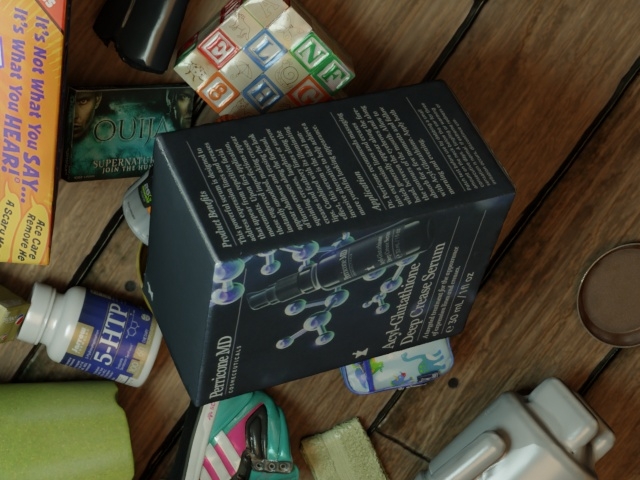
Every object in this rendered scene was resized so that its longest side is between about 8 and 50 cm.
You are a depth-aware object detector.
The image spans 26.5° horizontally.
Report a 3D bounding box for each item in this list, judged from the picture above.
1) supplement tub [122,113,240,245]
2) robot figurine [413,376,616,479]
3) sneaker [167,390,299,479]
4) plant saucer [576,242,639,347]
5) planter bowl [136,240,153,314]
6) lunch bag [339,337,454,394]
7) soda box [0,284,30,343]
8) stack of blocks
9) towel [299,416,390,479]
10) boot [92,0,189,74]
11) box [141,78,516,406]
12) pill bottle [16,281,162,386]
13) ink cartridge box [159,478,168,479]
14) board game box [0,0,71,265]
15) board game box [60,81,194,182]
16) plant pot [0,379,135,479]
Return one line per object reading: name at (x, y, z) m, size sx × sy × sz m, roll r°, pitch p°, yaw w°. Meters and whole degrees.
supplement tub at (-0.162, -0.075, 1.792) m, size 0.117 × 0.117 × 0.190 m, roll 40°, pitch 120°, yaw -19°
robot figurine at (0.272, 0.367, 2.029) m, size 0.353 × 0.200 × 0.300 m, roll -45°, pitch 138°, yaw 7°
sneaker at (-0.126, 0.347, 1.977) m, size 0.178 × 0.124 × 0.296 m, roll 18°, pitch 81°, yaw -15°
plant saucer at (0.465, 0.080, 2.052) m, size 0.168 × 0.029 × 0.169 m, roll -3°, pitch 110°, yaw -8°
planter bowl at (-0.173, 0.072, 1.892) m, size 0.217 × 0.217 × 0.090 m, roll 26°, pitch 138°, yaw -16°
lunch bag at (0.093, 0.110, 1.974) m, size 0.176 × 0.090 × 0.219 m, roll -11°, pitch 109°, yaw -2°
soda box at (-0.487, 0.070, 1.837) m, size 0.181 × 0.058 × 0.061 m, roll 31°, pitch 104°, yaw 17°
stack of blocks at (-0.032, -0.195, 1.831) m, size 0.171 × 0.087 × 0.297 m, roll -40°, pitch 109°, yaw 15°
towel at (0.040, 0.348, 2.078) m, size 0.110 × 0.027 × 0.148 m, roll -23°, pitch 111°, yaw -1°
boot at (-0.169, -0.305, 1.737) m, size 0.246 × 0.094 × 0.207 m, roll 30°, pitch 105°, yaw 27°
box at (0.000, 0.000, 1.702) m, size 0.395 × 0.212 × 0.294 m, roll -14°, pitch 144°, yaw -21°
pill bottle at (-0.323, 0.127, 1.899) m, size 0.186 × 0.112 × 0.112 m, roll 19°, pitch 105°, yaw -15°
ink cartridge box at (-0.214, 0.450, 2.053) m, size 0.109 × 0.063 × 0.151 m, roll 16°, pitch 105°, yaw -14°
board game box at (-0.486, -0.204, 1.630) m, size 0.356 × 0.356 × 0.356 m, roll 4°, pitch 108°, yaw -10°
board game box at (-0.256, -0.146, 1.814) m, size 0.186 × 0.026 × 0.126 m, roll -8°, pitch 114°, yaw -39°
plant pot at (-0.399, 0.300, 1.888) m, size 0.253 × 0.276 × 0.276 m, roll -9°, pitch 110°, yaw -19°
